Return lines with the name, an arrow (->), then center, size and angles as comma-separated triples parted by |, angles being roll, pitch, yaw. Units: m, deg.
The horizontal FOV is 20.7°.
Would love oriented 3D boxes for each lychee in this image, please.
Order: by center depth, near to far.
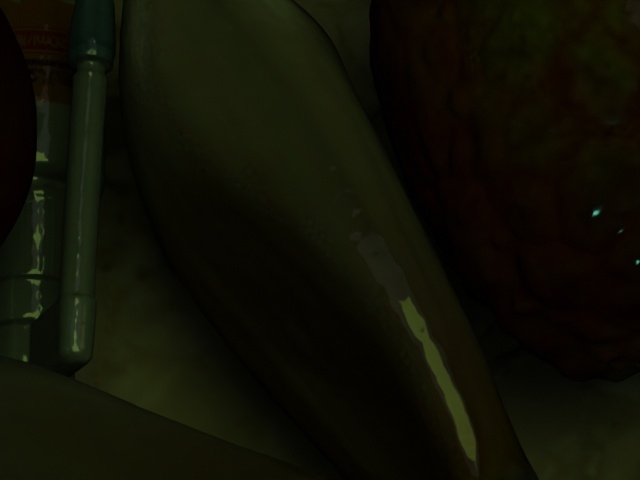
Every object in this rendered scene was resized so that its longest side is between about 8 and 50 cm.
lychee -> 0.141, -0.089, 0.752 | 0.255, 0.255, 0.300 | 20, 54, -5

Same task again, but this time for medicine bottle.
medicine bottle -> -0.115, -0.040, 0.738 | 0.061, 0.092, 0.220 | 10, 64, -29

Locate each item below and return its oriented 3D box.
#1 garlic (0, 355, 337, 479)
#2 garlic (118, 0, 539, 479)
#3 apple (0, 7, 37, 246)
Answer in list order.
garlic -> -0.100, 0.161, 0.574 | 0.340, 0.246, 0.231 | 17, 76, -17
garlic -> 0.001, 0.003, 0.721 | 0.112, 0.143, 0.318 | -34, 65, -5
apple -> -0.224, -0.051, 0.648 | 0.230, 0.230, 0.230 | 6, 64, -12
